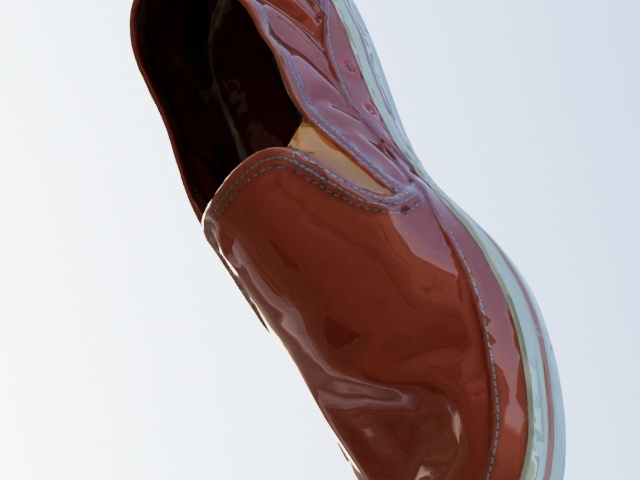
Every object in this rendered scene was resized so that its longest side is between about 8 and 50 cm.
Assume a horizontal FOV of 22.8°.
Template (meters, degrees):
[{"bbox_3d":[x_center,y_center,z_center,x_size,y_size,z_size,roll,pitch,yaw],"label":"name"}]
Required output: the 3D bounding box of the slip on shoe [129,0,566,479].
[{"bbox_3d":[0.000,0.000,0.688,0.123,0.101,0.331,-48,-127,35],"label":"slip on shoe"}]
